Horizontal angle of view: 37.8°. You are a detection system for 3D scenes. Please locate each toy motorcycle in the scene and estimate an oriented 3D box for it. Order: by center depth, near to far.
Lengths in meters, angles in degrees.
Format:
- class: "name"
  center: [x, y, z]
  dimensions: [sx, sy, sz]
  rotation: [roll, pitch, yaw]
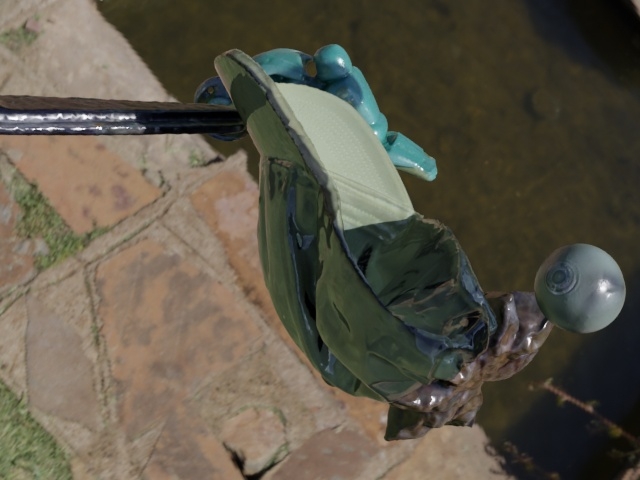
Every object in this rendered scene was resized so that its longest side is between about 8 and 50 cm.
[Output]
- class: "toy motorcycle"
  center: [0.001, -0.140, 1.136]
  dimensions: [0.296, 0.198, 0.109]
  rotation: [35, 35, -8]

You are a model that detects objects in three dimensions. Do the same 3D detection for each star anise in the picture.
- class: "star anise"
  center: [0.208, 0.180, 1.341]
  dimensions: [0.315, 0.315, 0.108]
  rotation: [-15, 48, -34]

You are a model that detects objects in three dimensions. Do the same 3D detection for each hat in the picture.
- class: "hat"
  center: [0.001, -0.007, 0.372]
  dimensions: [0.166, 0.081, 0.122]
  rotation: [57, 17, 16]

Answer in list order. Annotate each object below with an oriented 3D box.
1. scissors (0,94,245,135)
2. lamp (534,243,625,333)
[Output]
- class: "scissors"
  center: [-0.171, -0.045, 0.338]
  dimensions: [0.318, 0.024, 0.160]
  rotation: [-3, 27, -30]
- class: "lamp"
  center: [0.301, 0.056, 1.086]
  dimensions: [0.105, 0.105, 0.105]
  rotation: [13, 61, -24]
